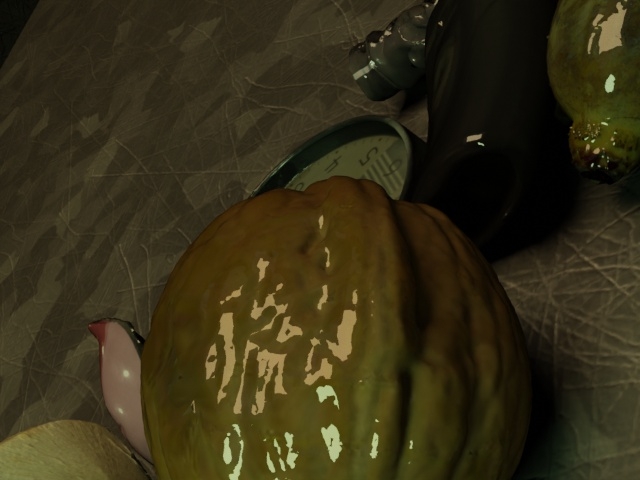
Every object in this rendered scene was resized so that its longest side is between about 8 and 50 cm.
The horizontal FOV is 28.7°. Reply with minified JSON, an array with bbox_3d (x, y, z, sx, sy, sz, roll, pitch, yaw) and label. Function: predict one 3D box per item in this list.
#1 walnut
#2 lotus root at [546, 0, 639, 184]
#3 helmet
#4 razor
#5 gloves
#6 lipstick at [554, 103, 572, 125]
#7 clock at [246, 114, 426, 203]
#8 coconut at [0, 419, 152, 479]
[{"bbox_3d":[0.014,0.102,0.984,0.333,0.333,0.332,-35,31,24],"label":"walnut"},{"bbox_3d":[0.299,-0.189,1.114,0.173,0.173,0.309,-7,50,51],"label":"lotus root"},{"bbox_3d":[-0.112,0.164,1.211,0.253,0.198,0.154,-3,75,35],"label":"helmet"},{"bbox_3d":[0.163,-0.147,1.240,0.204,0.114,0.349,120,165,-50],"label":"razor"},{"bbox_3d":[0.157,-0.268,1.452,0.285,0.142,0.119,-47,64,25],"label":"gloves"},{"bbox_3d":[0.244,-0.169,1.286,0.030,0.030,0.129,-35,31,25],"label":"lipstick"},{"bbox_3d":[0.000,0.000,1.384,0.325,0.067,0.325,-34,31,24],"label":"clock"},{"bbox_3d":[-0.252,0.297,1.184,0.247,0.245,0.245,-26,35,40],"label":"coconut"}]
